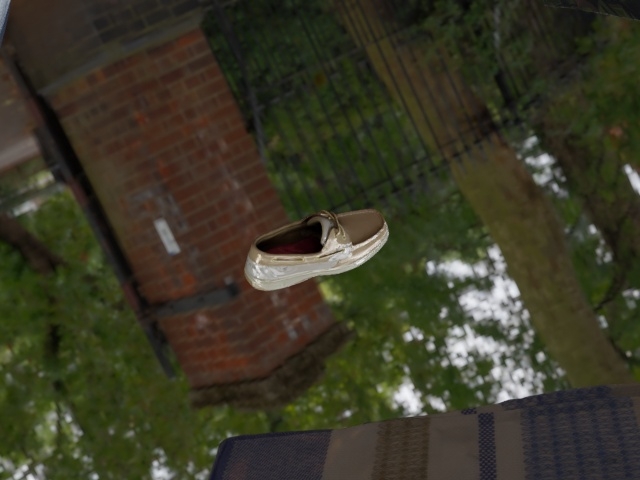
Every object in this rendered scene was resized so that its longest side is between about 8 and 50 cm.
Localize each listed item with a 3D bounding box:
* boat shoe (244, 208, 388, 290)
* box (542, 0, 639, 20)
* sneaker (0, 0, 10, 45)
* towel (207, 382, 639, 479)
[{"bbox_3d":[0.000,0.000,1.165,0.170,0.063,0.059,-22,143,-23],"label":"boat shoe"},{"bbox_3d":[0.095,-0.231,0.423,0.076,0.307,0.242,-32,-161,0],"label":"box"},{"bbox_3d":[-0.195,-0.196,0.546,0.112,0.319,0.131,8,-171,-19],"label":"sneaker"},{"bbox_3d":[0.077,0.128,0.449,0.285,0.034,0.209,-9,-159,11],"label":"towel"}]
